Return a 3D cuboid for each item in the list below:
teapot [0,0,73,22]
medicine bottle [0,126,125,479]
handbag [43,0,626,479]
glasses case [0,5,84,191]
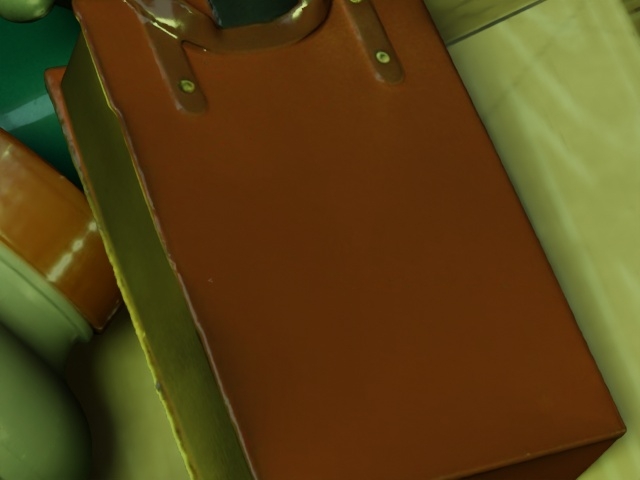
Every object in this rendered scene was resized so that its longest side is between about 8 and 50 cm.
[{"bbox_3d":[-0.077,-0.143,0.659,0.239,0.162,0.149,-14,50,59],"label":"teapot"},{"bbox_3d":[-0.181,0.091,0.638,0.157,0.157,0.288,28,75,34],"label":"medicine bottle"},{"bbox_3d":[0.000,0.000,0.618,0.127,0.063,0.190,-12,66,-27],"label":"handbag"},{"bbox_3d":[-0.113,-0.060,0.757,0.301,0.070,0.117,-26,53,9],"label":"glasses case"}]
